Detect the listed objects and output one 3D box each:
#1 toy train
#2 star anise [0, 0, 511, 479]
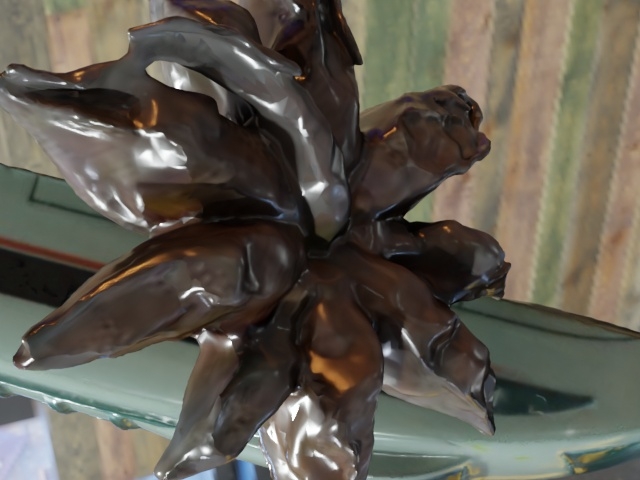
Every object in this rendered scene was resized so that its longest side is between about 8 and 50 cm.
[{"bbox_3d":[-0.039,0.041,0.540,0.086,0.407,0.088,80,-156,-73],"label":"toy train"},{"bbox_3d":[0.000,0.000,0.397,0.065,0.195,0.182,-15,113,45],"label":"star anise"}]
